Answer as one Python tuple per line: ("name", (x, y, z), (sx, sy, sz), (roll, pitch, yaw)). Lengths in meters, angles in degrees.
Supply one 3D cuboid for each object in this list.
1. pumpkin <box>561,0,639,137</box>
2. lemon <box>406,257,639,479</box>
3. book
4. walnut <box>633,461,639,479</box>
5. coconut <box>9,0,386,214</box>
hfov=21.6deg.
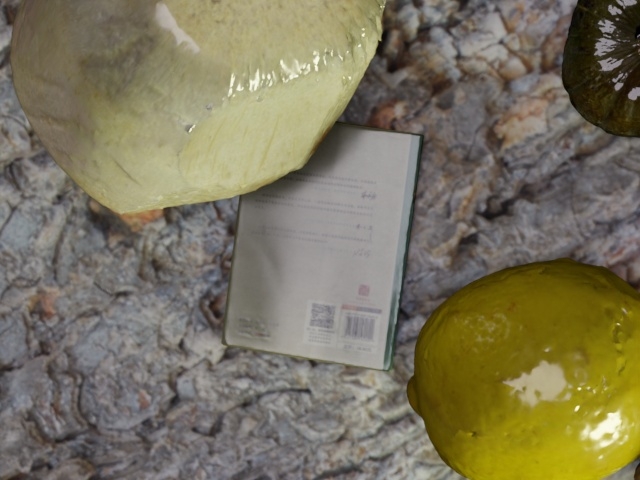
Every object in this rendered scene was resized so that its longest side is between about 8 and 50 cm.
("pumpkin", (0.372, -0.216, 1.821), (0.219, 0.162, 0.219), (0, 89, 14))
("lemon", (0.237, 0.147, 1.808), (0.284, 0.260, 0.260), (10, 93, 9))
("book", (0.000, 0.000, 1.959), (0.215, 0.025, 0.283), (10, 93, 9))
("walnut", (0.444, 0.258, 1.785), (0.228, 0.228, 0.228), (0, 91, 10))
("coconut", (-0.130, -0.213, 1.815), (0.415, 0.415, 0.344), (-13, 80, 10))
